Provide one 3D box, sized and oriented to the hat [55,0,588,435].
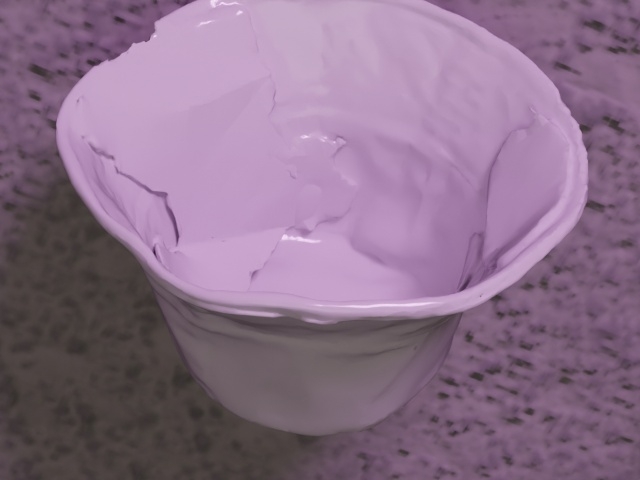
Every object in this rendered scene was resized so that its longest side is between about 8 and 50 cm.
[{"bbox_3d":[0.000,0.000,0.621,0.203,0.203,0.126,0,135,-2],"label":"hat"}]
